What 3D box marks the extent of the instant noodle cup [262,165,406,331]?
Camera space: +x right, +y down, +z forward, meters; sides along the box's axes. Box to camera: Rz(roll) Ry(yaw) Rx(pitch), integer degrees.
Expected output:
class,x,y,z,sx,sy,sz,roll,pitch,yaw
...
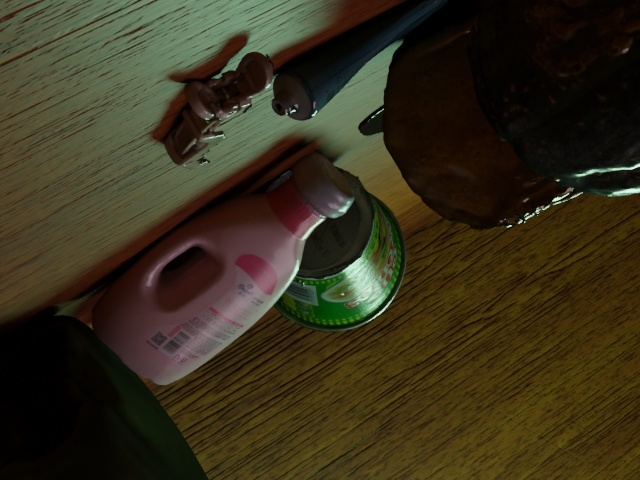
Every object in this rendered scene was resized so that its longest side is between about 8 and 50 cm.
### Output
class,x,y,z,sx,sy,sz,roll,pitch,yaw
instant noodle cup,0.000,0.000,2.026,0.207,0.207,0.233,-33,168,-1

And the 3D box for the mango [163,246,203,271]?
class,x,y,z,sx,sy,sz,roll,pitch,yaw
mango,-0.184,0.085,2.064,0.176,0.119,0.317,-32,-176,-38

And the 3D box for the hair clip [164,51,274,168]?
class,x,y,z,sx,sy,sz,roll,pitch,yaw
hair clip,-0.103,-0.092,1.326,0.072,0.034,0.226,-27,174,-25

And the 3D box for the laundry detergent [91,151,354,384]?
class,x,y,z,sx,sy,sz,roll,pitch,yaw
laundry detergent,-0.107,0.027,1.864,0.335,0.159,0.088,-41,-148,16

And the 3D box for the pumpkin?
class,x,y,z,sx,sy,sz,roll,pitch,yaw
pumpkin,0.278,-0.191,1.353,0.327,0.291,0.257,-22,180,-17

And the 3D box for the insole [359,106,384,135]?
class,x,y,z,sx,sy,sz,roll,pitch,yaw
insole,0.114,-0.166,2.078,0.111,0.007,0.328,-33,175,11

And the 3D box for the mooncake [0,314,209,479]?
class,x,y,z,sx,sy,sz,roll,pitch,yaw
mooncake,-0.265,0.264,1.834,0.187,0.351,0.351,-38,175,1

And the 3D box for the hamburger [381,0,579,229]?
class,x,y,z,sx,sy,sz,roll,pitch,yaw
hamburger,0.186,-0.135,1.570,0.244,0.244,0.163,-35,171,22

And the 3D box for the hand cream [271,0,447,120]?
class,x,y,z,sx,sy,sz,roll,pitch,yaw
hand cream,0.037,-0.170,1.446,0.224,0.048,0.083,-37,178,-36
